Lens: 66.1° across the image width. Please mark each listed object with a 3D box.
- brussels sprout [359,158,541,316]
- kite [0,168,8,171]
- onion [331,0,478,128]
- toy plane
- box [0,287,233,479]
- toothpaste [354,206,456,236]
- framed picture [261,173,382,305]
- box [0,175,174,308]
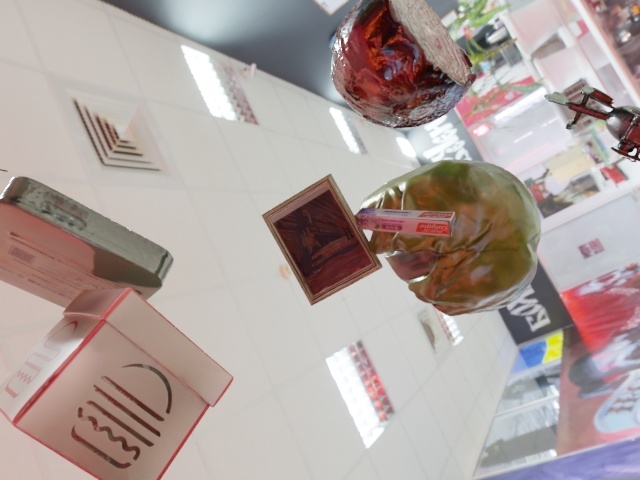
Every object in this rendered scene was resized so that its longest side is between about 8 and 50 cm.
[{"bbox_3d":[0.345,-0.030,1.216,0.425,0.361,0.342,39,-150,-20],"label":"brussels sprout"},{"bbox_3d":[-0.594,-0.136,0.898,0.002,0.044,0.078,46,-159,0],"label":"kite"},{"bbox_3d":[0.089,-0.250,0.625,0.195,0.140,0.218,-1,-114,-40],"label":"onion"},{"bbox_3d":[0.687,-0.260,1.100,0.382,0.106,0.155,26,-141,22],"label":"toy plane"},{"bbox_3d":[-0.440,0.307,1.040,0.314,0.312,0.300,50,-123,-25],"label":"box"},{"bbox_3d":[0.167,-0.040,0.981,0.047,0.196,0.040,-49,-44,-47],"label":"toothpaste"},{"bbox_3d":[0.000,0.000,1.243,0.273,0.216,0.016,60,-168,4],"label":"framed picture"},{"bbox_3d":[-0.614,0.051,1.216,0.396,0.396,0.111,33,-133,-25],"label":"box"}]
